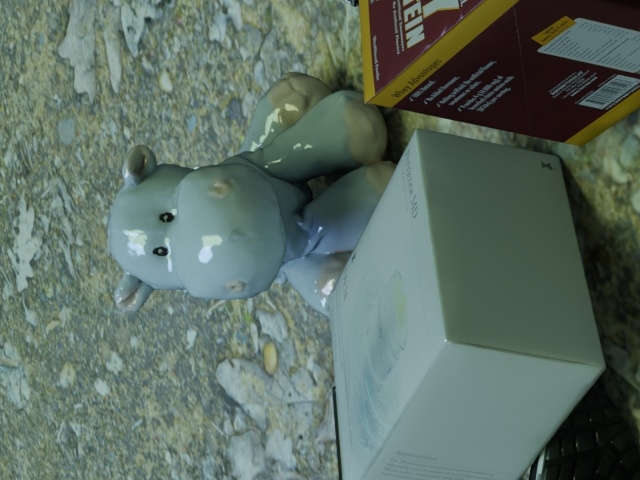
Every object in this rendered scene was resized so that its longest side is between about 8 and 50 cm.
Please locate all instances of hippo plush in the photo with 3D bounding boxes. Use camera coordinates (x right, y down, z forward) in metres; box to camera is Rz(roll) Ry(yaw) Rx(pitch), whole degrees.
[{"bbox_3d":[-0.081,-0.046,1.499,0.294,0.236,0.234,11,96,38],"label":"hippo plush"}]

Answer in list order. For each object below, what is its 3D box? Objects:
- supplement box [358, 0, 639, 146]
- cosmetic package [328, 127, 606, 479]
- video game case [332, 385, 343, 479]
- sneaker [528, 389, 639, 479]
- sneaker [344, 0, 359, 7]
[{"bbox_3d":[0.156,-0.176,1.165,0.191,0.194,0.129,-38,49,54],"label":"supplement box"},{"bbox_3d":[0.108,0.071,1.328,0.225,0.138,0.224,118,157,-43],"label":"cosmetic package"},{"bbox_3d":[0.104,0.293,1.575,0.248,0.035,0.275,14,113,54],"label":"video game case"},{"bbox_3d":[0.196,0.257,1.364,0.124,0.107,0.283,14,112,61],"label":"sneaker"},{"bbox_3d":[0.056,-0.217,1.425,0.225,0.092,0.088,57,142,28],"label":"sneaker"}]
